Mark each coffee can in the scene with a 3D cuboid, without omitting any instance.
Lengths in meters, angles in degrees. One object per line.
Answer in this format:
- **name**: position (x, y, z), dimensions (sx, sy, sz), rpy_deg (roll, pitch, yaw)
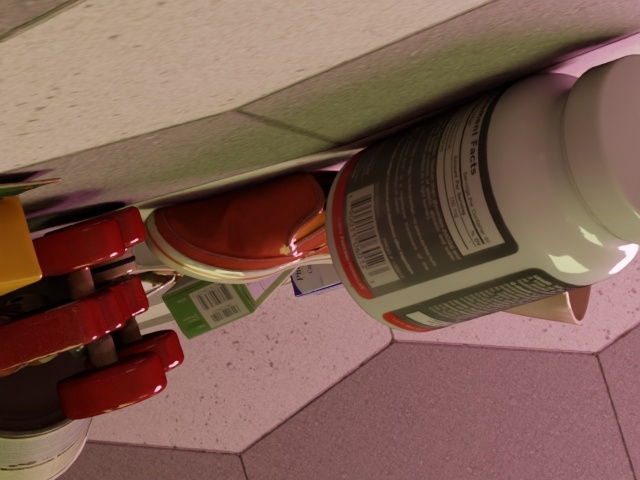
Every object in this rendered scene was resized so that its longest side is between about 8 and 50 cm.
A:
- **coffee can**: position (-0.348, 0.159, 1.686), dimensions (0.202, 0.201, 0.275), rpy_deg (-15, 162, -19)

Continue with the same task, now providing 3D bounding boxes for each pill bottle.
- **pill bottle**: position (0.192, -0.042, 1.468), dimensions (0.210, 0.210, 0.363), rpy_deg (-13, 175, -43)

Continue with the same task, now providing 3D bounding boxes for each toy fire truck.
- **toy fire truck**: position (-0.281, 0.086, 1.430), dimensions (0.254, 0.169, 0.302), rpy_deg (-16, -176, 4)

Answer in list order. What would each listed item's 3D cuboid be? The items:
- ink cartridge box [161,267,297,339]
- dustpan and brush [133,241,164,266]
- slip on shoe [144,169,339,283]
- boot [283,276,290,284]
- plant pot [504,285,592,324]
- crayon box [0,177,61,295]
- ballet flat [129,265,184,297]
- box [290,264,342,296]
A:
- **ink cartridge box**: position (-0.081, 0.025, 1.720), dimensions (0.109, 0.062, 0.209), rpy_deg (-23, -165, 35)
- **dustpan and brush**: position (-0.149, 0.007, 1.678), dimensions (0.147, 0.060, 0.211), rpy_deg (-16, -178, -3)
- **slip on shoe**: position (-0.037, -0.028, 1.619), dimensions (0.331, 0.123, 0.101), rpy_deg (-5, 133, -28)
- **boot**: position (0.004, 0.009, 2.377), dimensions (0.165, 0.077, 0.213), rpy_deg (-17, 176, -24)
- **plant pot**: position (0.248, -0.005, 2.202), dimensions (0.274, 0.256, 0.256), rpy_deg (-1, -178, 21)
- **crayon box**: position (-0.372, 0.034, 1.187), dimensions (0.319, 0.081, 0.202), rpy_deg (-20, 174, 37)
- **ballet flat**: position (-0.261, 0.047, 1.775), dimensions (0.248, 0.086, 0.086), rpy_deg (-13, 175, -35)
- **box**: position (0.000, 0.000, 1.858), dimensions (0.072, 0.126, 0.137), rpy_deg (-16, 176, 13)
